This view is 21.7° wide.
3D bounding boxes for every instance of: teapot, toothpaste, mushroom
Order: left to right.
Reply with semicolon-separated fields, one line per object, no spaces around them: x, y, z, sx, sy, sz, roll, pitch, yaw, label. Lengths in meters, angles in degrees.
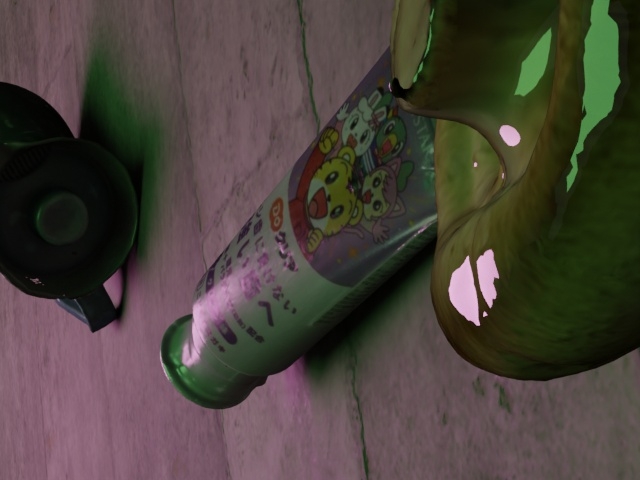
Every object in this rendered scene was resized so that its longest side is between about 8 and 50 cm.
-0.246;-0.024;1.400;0.225;0.171;0.203;24;143;59;teapot
0.000;0.000;0.915;0.299;0.073;0.114;-48;46;47;toothpaste
0.096;-0.084;0.578;0.278;0.146;0.278;-172;90;-86;mushroom
